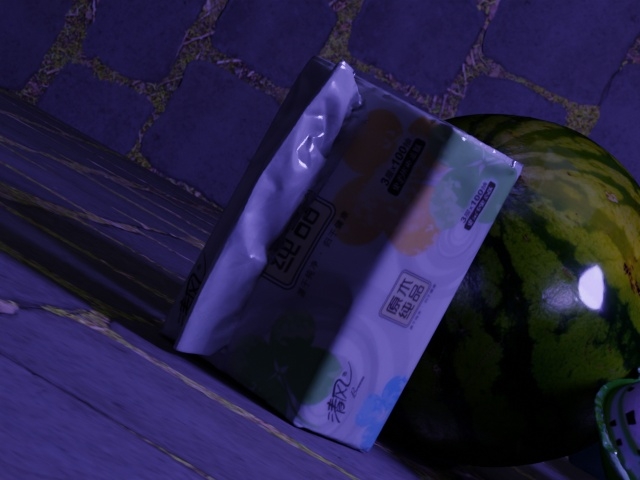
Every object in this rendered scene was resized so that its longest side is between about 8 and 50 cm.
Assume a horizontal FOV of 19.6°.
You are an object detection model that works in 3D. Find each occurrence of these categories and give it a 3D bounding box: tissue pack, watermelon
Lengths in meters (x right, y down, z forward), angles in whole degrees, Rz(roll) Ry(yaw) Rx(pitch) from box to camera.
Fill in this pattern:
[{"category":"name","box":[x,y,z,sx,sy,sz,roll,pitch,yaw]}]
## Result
[{"category":"tissue pack","box":[0.000,0.000,1.273,0.159,0.229,0.145,31,4,38]},{"category":"watermelon","box":[0.138,0.040,1.464,0.285,0.285,0.285,29,2,-1]}]

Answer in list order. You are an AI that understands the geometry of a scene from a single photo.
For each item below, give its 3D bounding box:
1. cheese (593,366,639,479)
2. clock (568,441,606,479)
[{"category":"cheese","box":[0.275,0.198,1.263,0.204,0.083,0.320,28,27,-21]},{"category":"clock","box":[0.343,0.183,1.587,0.274,0.224,0.094,22,-13,-23]}]
